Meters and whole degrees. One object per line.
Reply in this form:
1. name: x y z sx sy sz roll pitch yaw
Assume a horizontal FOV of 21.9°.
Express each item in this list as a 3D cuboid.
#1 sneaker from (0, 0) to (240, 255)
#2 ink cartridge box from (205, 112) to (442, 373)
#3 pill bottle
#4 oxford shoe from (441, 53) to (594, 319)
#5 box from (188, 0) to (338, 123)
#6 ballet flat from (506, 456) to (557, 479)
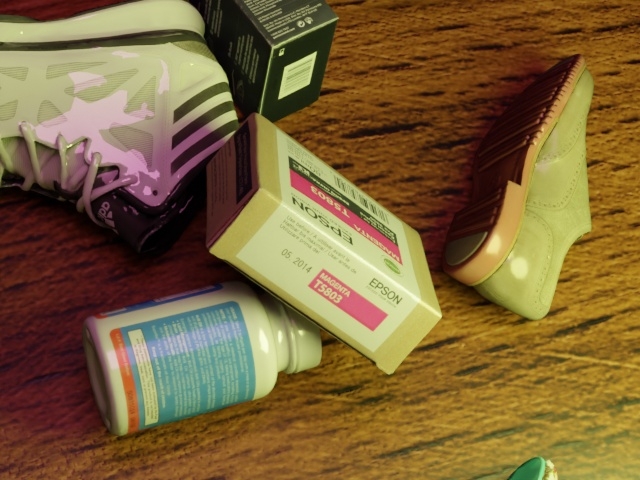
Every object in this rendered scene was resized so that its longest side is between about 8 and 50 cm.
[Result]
1. sneaker: -0.284 -0.095 1.711 0.447 0.169 0.258 -17 62 -21
2. ink cartridge box: 0.000 0.000 1.651 0.234 0.088 0.193 36 18 -20
3. pill bottle: -0.116 0.110 1.646 0.221 0.124 0.124 -13 63 -16
4. oxford shoe: 0.244 -0.060 1.833 0.130 0.123 0.348 39 56 -17
5. box: -0.069 -0.238 1.838 0.093 0.156 0.158 -29 68 -24
6. ballet flat: 0.182 0.309 1.597 0.077 0.091 0.241 51 43 -10
